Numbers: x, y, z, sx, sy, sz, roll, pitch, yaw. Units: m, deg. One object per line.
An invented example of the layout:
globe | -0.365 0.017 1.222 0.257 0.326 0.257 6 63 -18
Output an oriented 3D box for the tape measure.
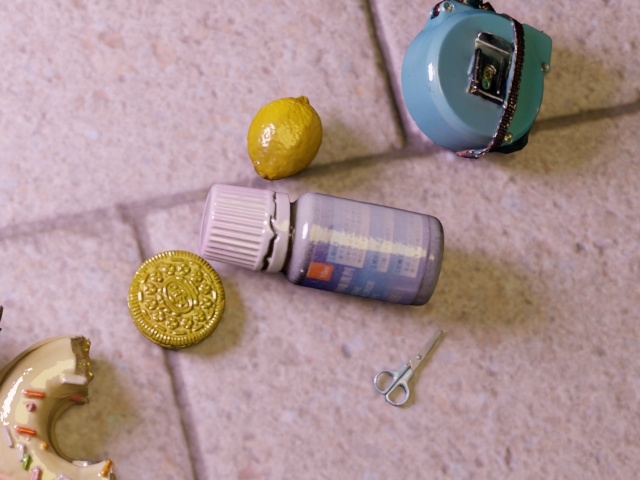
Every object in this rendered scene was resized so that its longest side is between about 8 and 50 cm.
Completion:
tape measure | 0.137 -0.146 1.467 0.125 0.081 0.146 19 74 -26

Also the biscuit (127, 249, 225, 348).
biscuit | -0.122 0.050 1.387 0.084 0.023 0.084 4 73 -12

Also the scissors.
scissors | 0.081 0.108 1.427 0.036 0.006 0.083 45 71 -1

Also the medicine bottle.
medicine bottle | 0.000 0.000 1.397 0.203 0.083 0.083 12 73 -9

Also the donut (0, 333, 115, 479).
donut | -0.218 0.160 1.313 0.108 0.065 0.166 -12 78 -15

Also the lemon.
lemon | -0.030 -0.092 1.425 0.065 0.065 0.092 30 62 -4

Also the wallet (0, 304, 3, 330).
wallet | -0.383 0.083 1.295 0.231 0.069 0.170 24 89 -2
